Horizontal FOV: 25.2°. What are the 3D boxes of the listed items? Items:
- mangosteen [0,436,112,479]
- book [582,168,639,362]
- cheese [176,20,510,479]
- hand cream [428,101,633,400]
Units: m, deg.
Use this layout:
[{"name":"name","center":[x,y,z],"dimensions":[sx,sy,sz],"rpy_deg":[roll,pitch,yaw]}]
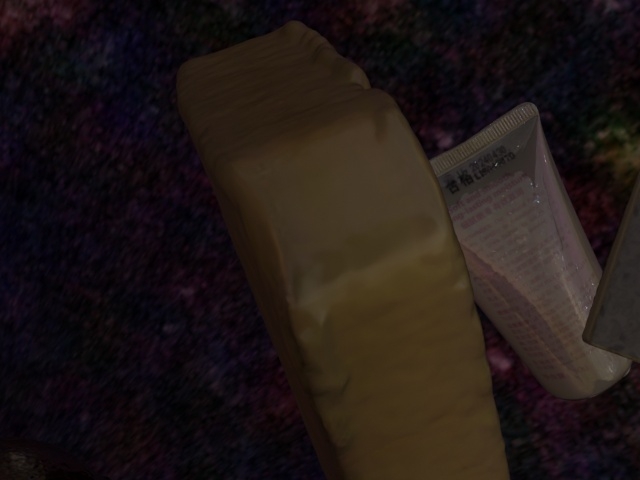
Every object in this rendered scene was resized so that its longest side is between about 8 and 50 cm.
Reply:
[{"name":"mangosteen","center":[-0.173,0.215,0.846],"dimensions":[0.216,0.216,0.216],"rpy_deg":[8,66,-19]},{"name":"book","center":[0.426,0.024,1.115],"dimensions":[0.388,0.032,0.269],"rpy_deg":[19,81,3]},{"name":"cheese","center":[-0.001,-0.001,0.888],"dimensions":[0.104,0.384,0.384],"rpy_deg":[-21,77,-3]},{"name":"hand cream","center":[0.225,0.026,1.567],"dimensions":[0.359,0.185,0.118],"rpy_deg":[55,11,-30]}]
